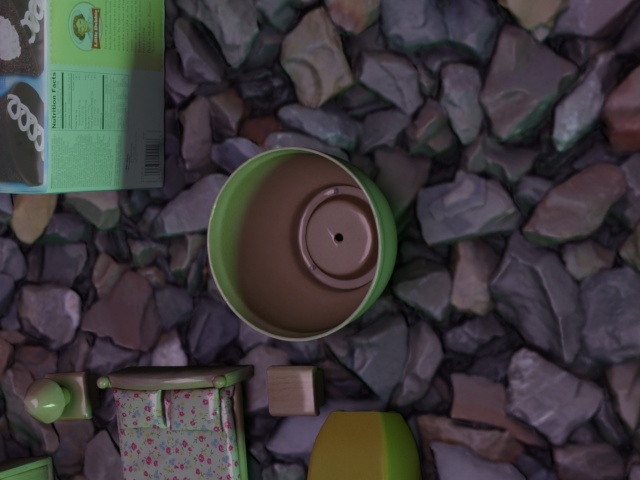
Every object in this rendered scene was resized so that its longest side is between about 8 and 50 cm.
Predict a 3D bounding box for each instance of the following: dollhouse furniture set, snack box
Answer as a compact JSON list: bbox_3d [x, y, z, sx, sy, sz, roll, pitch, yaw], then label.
[{"bbox_3d":[-0.176,0.274,1.438,0.356,0.174,0.303,-5,91,27],"label":"dollhouse furniture set"},{"bbox_3d":[-0.209,-0.204,1.417,0.060,0.187,0.322,3,94,26],"label":"snack box"}]

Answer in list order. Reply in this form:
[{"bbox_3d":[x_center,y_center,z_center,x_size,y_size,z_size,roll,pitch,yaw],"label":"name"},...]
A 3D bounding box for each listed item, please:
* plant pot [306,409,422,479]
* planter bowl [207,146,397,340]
[{"bbox_3d":[0.039,0.188,1.381,0.081,0.081,0.083,-2,82,27],"label":"plant pot"},{"bbox_3d":[0.000,0.000,1.370,0.162,0.109,0.162,2,94,27],"label":"planter bowl"}]
